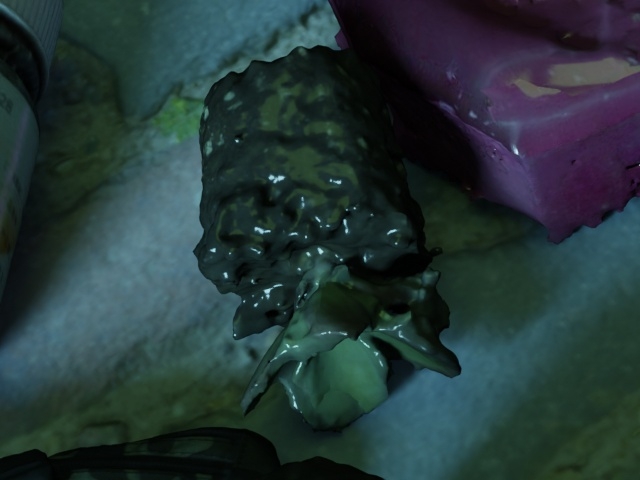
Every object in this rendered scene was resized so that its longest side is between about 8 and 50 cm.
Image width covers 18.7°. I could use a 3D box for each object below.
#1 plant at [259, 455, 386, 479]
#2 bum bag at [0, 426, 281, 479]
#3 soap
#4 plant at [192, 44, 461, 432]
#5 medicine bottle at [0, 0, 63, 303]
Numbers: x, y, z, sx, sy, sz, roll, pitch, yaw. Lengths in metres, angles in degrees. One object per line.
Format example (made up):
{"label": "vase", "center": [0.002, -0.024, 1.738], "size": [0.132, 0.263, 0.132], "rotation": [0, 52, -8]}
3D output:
{"label": "plant", "center": [0.090, 0.232, 0.884], "size": [0.321, 0.194, 0.181], "rotation": [27, 77, 34]}
{"label": "bum bag", "center": [-0.182, 0.167, 1.043], "size": [0.341, 0.095, 0.144], "rotation": [-4, 38, 9]}
{"label": "soap", "center": [0.113, -0.158, 1.192], "size": [0.220, 0.127, 0.325], "rotation": [-19, 51, -3]}
{"label": "plant", "center": [0.000, 0.000, 1.095], "size": [0.142, 0.131, 0.203], "rotation": [-6, 65, 3]}
{"label": "medicine bottle", "center": [-0.254, -0.057, 1.178], "size": [0.165, 0.165, 0.273], "rotation": [-1, 55, 13]}
